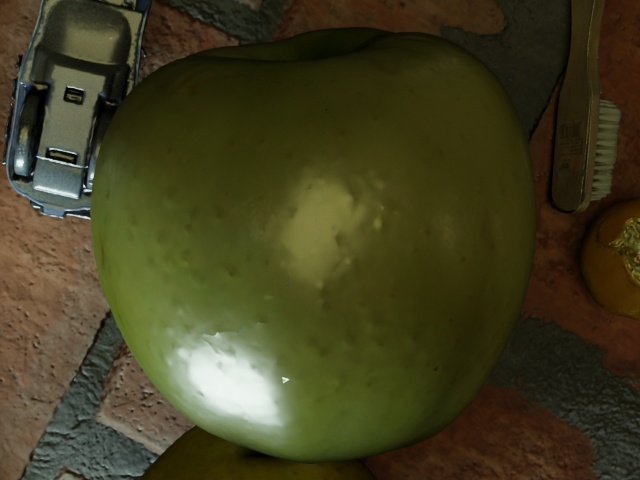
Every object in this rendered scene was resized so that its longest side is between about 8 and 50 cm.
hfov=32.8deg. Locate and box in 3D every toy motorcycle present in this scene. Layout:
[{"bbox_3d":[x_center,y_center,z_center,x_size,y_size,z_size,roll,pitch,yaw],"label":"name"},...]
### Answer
[{"bbox_3d":[-0.252,-0.196,1.174,0.125,0.212,0.359,13,100,-8],"label":"toy motorcycle"}]

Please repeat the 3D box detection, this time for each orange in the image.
[{"bbox_3d":[0.391,0.024,1.305,0.154,0.134,0.155,-3,103,-12],"label":"orange"}]

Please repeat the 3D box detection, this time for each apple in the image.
[{"bbox_3d":[0.000,0.000,1.110,0.473,0.473,0.474,-1,98,-6],"label":"apple"}]

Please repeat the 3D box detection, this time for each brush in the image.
[{"bbox_3d":[0.328,-0.195,1.306,0.065,0.070,0.327,0,97,-24],"label":"brush"}]

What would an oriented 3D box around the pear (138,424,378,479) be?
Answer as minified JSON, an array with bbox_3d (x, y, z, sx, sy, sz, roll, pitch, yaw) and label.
[{"bbox_3d":[-0.068,0.399,1.205,0.362,0.362,0.418,-1,104,-6],"label":"pear"}]
